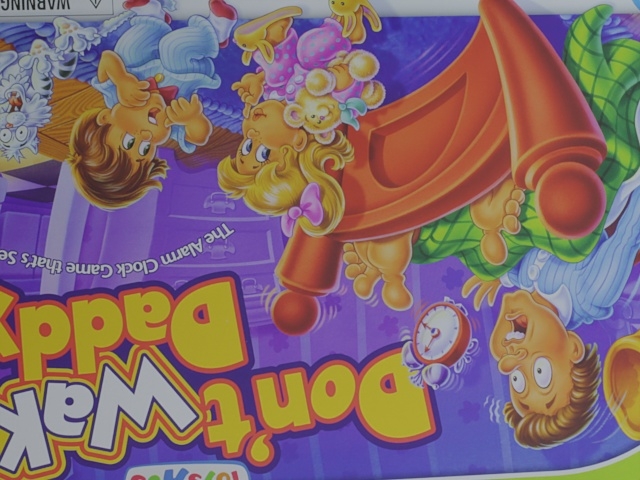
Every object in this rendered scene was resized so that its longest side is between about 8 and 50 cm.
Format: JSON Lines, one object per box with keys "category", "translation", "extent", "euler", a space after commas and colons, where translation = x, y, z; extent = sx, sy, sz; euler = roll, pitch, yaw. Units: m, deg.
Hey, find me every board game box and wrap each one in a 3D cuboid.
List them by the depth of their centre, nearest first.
{"category": "board game box", "translation": [0.000, 0.000, 0.763], "extent": [0.347, 0.078, 0.233], "euler": [-2, 78, -9]}
